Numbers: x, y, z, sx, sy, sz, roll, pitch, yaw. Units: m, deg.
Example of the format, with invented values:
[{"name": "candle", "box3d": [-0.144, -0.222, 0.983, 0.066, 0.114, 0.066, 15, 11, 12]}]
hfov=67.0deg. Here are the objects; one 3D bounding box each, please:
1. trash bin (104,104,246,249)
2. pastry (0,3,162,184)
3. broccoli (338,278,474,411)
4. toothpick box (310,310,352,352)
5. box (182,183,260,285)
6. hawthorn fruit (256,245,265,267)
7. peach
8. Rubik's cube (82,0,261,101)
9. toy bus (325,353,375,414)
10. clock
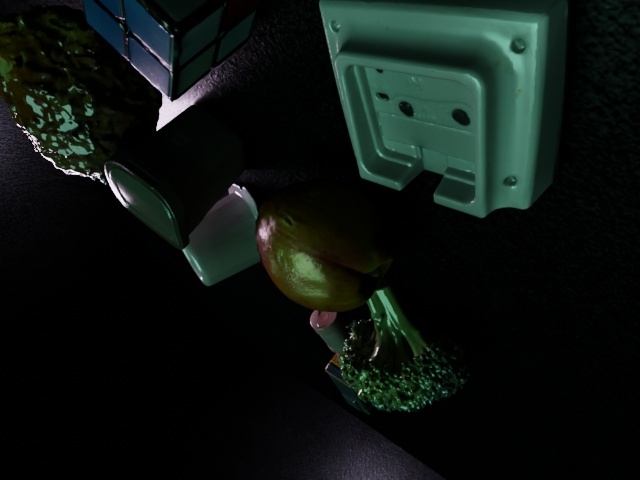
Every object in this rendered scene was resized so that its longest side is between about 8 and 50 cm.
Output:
[{"name": "trash bin", "box3d": [-0.314, -0.153, 1.105, 0.220, 0.250, 0.219, 37, 158, 10]}, {"name": "pastry", "box3d": [-0.520, -0.322, 1.091, 0.338, 0.292, 0.405, 14, 137, 33]}, {"name": "broccoli", "box3d": [0.167, 0.263, 1.117, 0.302, 0.249, 0.375, 44, 165, -16]}, {"name": "toothpick box", "box3d": [0.041, 0.293, 1.599, 0.098, 0.098, 0.149, 18, 150, 45]}, {"name": "box", "box3d": [-0.259, -0.004, 1.287, 0.262, 0.206, 0.291, 53, 163, 14]}, {"name": "hawthorn fruit", "box3d": [-0.065, 0.026, 1.170, 0.174, 0.173, 0.179, 23, 152, 39]}, {"name": "peach", "box3d": [0.000, 0.000, 0.891, 0.281, 0.238, 0.281, 33, -178, -2]}, {"name": "Rubik's cube", "box3d": [-0.194, -0.330, 0.645, 0.167, 0.180, 0.183, 44, 157, -6]}, {"name": "toy bus", "box3d": [0.139, 0.490, 1.730, 0.139, 0.167, 0.275, 24, 154, 37]}, {"name": "clock", "box3d": [0.123, -0.157, 0.542, 0.262, 0.116, 0.231, 24, 153, 35]}]
